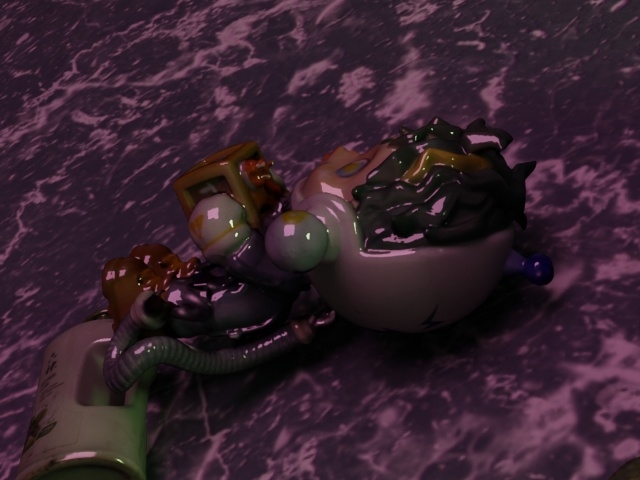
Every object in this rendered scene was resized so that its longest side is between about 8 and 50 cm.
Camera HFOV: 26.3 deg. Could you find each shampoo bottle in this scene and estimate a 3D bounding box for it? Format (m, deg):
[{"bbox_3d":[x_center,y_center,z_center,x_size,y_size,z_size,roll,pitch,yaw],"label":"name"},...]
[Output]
[{"bbox_3d":[-0.204,0.143,1.232,0.118,0.087,0.234,-21,35,14],"label":"shampoo bottle"}]

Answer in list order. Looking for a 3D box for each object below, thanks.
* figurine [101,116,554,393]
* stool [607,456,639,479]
[{"bbox_3d":[0.001,-0.003,1.166,0.382,0.186,0.261,-11,22,22],"label":"figurine"},{"bbox_3d":[0.131,0.262,0.736,0.272,0.178,0.272,-22,35,16],"label":"stool"}]
